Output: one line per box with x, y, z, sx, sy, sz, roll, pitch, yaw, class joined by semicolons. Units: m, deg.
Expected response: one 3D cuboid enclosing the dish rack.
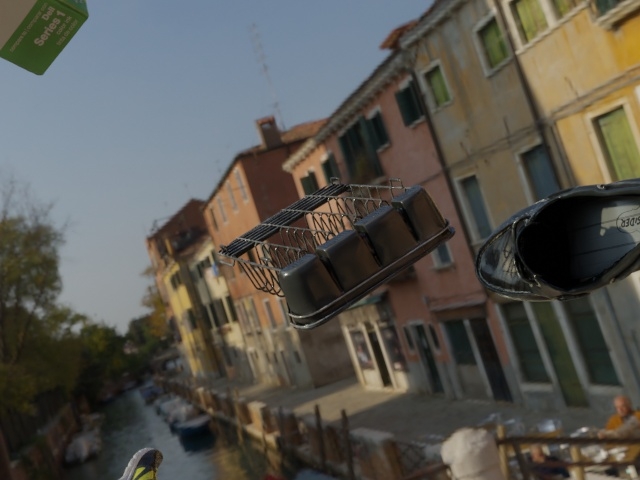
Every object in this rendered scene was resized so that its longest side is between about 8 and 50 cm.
0.000;0.000;0.920;0.208;0.074;0.271;-31;17;-20;dish rack

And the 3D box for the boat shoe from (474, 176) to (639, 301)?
0.273;0.004;0.882;0.113;0.127;0.340;-2;-5;-33;boat shoe

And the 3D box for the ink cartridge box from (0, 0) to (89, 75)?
-0.434;-0.352;0.941;0.117;0.201;0.278;-40;-40;25;ink cartridge box

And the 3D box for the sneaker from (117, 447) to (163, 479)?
-0.138;0.193;0.612;0.035;0.031;0.083;16;23;9;sneaker
